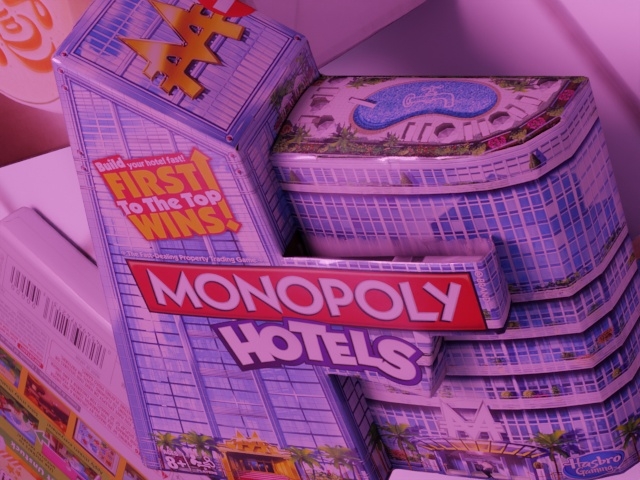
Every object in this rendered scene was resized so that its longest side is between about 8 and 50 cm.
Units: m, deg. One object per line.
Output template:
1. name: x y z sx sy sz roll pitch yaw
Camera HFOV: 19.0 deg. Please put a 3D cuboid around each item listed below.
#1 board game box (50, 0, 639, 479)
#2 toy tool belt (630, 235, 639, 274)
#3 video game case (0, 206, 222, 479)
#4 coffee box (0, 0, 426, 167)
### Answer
1. board game box: 0.000 0.000 0.631 0.194 0.060 0.194 2 133 29
2. toy tool belt: 0.096 0.003 0.680 0.051 0.052 0.083 -41 88 21
3. video game case: -0.093 0.120 0.981 0.227 0.026 0.206 39 140 18
4. coffee box: -0.089 -0.115 0.739 0.246 0.098 0.141 -12 109 50
